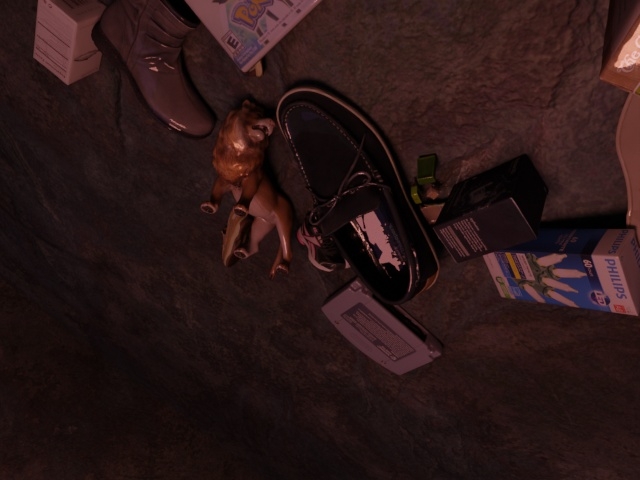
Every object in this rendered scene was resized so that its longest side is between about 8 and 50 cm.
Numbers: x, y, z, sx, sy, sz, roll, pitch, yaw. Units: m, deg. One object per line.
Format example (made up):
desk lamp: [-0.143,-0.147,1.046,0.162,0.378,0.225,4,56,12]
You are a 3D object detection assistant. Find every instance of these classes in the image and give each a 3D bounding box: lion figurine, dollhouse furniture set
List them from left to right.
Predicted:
lion figurine: [-0.141,-0.102,1.151,0.142,0.240,0.392,3,144,16]
dollhouse furniture set: [0.233,-0.099,1.027,0.076,0.058,0.151,-9,141,28]

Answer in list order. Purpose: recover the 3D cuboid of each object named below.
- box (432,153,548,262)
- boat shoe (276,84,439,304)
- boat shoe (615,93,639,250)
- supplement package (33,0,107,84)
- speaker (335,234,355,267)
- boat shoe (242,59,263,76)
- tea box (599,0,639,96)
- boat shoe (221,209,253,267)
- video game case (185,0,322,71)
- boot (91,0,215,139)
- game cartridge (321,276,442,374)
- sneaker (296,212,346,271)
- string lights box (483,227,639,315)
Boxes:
box: [0.312,-0.057,0.918,0.158,0.156,0.093,-23,111,42]
boat shoe: [0.069,-0.086,1.009,0.187,0.156,0.500,-27,98,35]
boat shoe: [0.541,-0.122,0.784,0.112,0.095,0.335,27,141,53]
supplement package: [-0.564,-0.466,1.138,0.105,0.105,0.179,39,137,-4]
speaker: [0.062,0.002,1.196,0.055,0.055,0.136,20,135,16]
boat shoe: [-0.144,-0.389,0.974,0.049,0.056,0.152,-11,127,-3]
tea box: [0.500,-0.257,0.503,0.323,0.329,0.220,27,137,10]
boat shoe: [-0.239,-0.009,1.374,0.072,0.068,0.190,39,128,14]
video game case: [-0.117,-0.503,0.840,0.329,0.036,0.300,-31,107,33]
boot: [-0.314,-0.387,1.054,0.223,0.118,0.338,-31,112,39]
game cartridge: [0.154,0.234,1.343,0.297,0.062,0.198,41,141,-6]
sneaker: [0.000,0.000,1.180,0.178,0.072,0.077,47,136,37]
string lights box: [0.445,0.049,0.931,0.260,0.077,0.133,3,130,54]
